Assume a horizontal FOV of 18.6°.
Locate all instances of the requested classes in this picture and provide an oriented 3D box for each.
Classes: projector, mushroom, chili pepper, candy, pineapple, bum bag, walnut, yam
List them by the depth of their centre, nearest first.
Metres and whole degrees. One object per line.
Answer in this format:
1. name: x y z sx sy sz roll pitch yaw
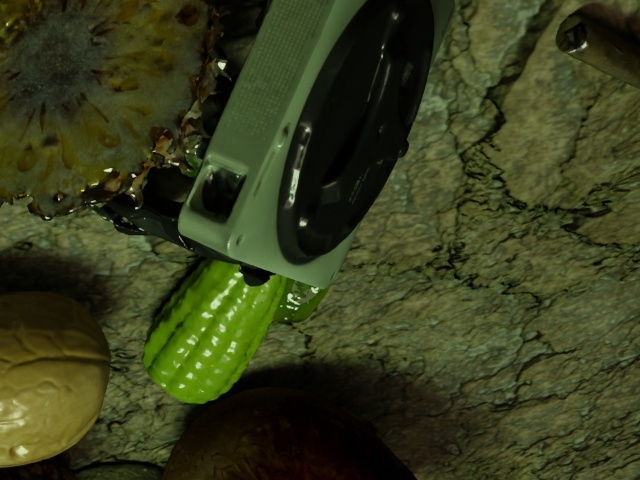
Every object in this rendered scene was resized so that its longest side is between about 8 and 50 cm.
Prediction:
1. projector: 0.012 -0.096 1.464 0.257 0.079 0.259 -66 162 1
2. pineapple: -0.146 -0.117 1.489 0.262 0.262 0.272 -25 163 12
3. bum bag: -0.105 -0.003 1.647 0.087 0.198 0.049 7 101 -59
4. yam: 0.337 -0.128 1.728 0.327 0.045 0.045 20 170 -34
5. walnut: -0.284 0.122 1.736 0.197 0.165 0.165 3 137 -17
6. chili pepper: 0.000 0.000 1.767 0.052 0.050 0.201 11 137 -7
7. candy: -0.085 0.059 1.778 0.097 0.096 0.209 12 131 -29
8. mushroom: -0.016 0.279 1.931 0.297 0.278 0.163 38 158 -7

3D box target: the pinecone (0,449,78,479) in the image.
1. pinecone: -0.317 0.284 1.892 0.208 0.207 0.207 -9 140 -8

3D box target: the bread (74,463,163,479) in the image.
1. bread: -0.202 0.323 2.011 0.134 0.141 0.148 -24 141 12
